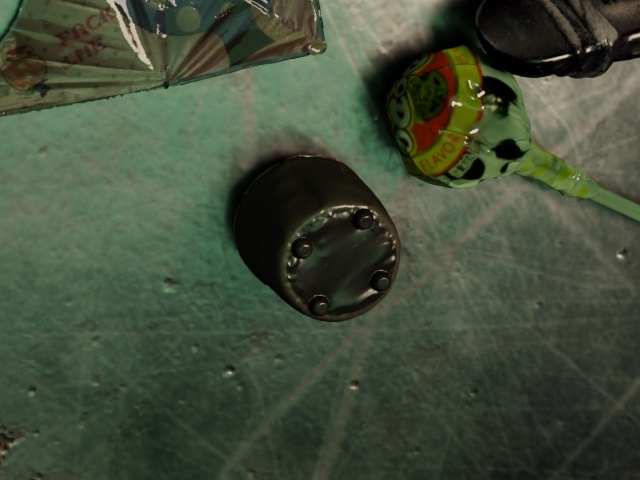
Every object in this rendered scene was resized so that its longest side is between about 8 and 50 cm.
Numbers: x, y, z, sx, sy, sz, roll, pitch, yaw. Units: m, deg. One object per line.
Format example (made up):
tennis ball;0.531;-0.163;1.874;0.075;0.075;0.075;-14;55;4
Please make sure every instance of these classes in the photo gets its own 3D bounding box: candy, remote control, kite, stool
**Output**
candy;0.177;-0.044;1.323;0.305;0.083;0.091;22;84;-26
remote control;0.225;-0.152;1.283;0.266;0.090;0.066;-17;134;-12
kite;-0.123;-0.204;1.229;0.314;0.011;0.335;30;97;-19
stool;0.000;0.000;1.264;0.096;0.110;0.096;-5;108;-16
